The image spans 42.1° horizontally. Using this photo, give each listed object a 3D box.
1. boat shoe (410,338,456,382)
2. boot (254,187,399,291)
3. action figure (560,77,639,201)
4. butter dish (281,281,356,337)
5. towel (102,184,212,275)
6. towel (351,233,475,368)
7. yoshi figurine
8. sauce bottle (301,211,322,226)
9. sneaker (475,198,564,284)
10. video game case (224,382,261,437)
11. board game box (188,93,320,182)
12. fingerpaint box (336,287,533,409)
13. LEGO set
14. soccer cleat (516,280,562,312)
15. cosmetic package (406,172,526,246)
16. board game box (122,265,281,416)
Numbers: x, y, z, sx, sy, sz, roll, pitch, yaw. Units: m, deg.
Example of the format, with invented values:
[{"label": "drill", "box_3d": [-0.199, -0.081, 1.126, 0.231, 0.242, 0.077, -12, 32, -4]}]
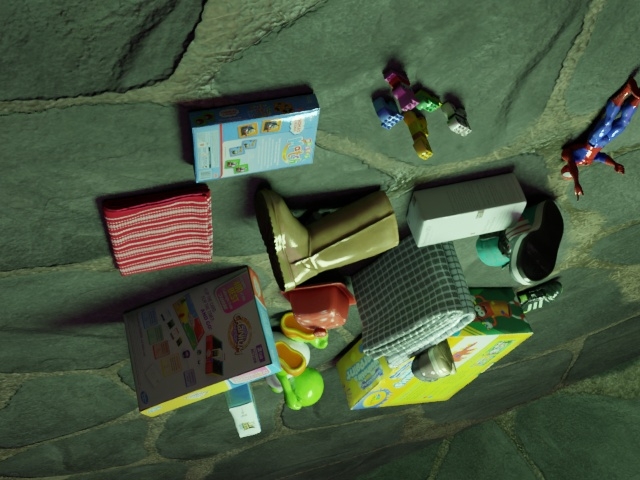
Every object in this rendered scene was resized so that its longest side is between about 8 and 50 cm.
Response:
[{"label": "boat shoe", "box_3d": [0.275, 0.295, 2.039, 0.092, 0.102, 0.285, -20, 173, 11]}, {"label": "boot", "box_3d": [0.015, -0.042, 1.663, 0.270, 0.089, 0.236, -24, 125, -18]}, {"label": "action figure", "box_3d": [0.579, -0.183, 1.670, 0.091, 0.139, 0.280, -2, 151, -24]}, {"label": "butter dish", "box_3d": [-0.001, 0.176, 2.005, 0.160, 0.118, 0.160, -8, 154, 16]}, {"label": "towel", "box_3d": [-0.307, -0.012, 1.612, 0.199, 0.031, 0.275, -10, 152, -11]}, {"label": "towel", "box_3d": [0.200, 0.132, 1.933, 0.284, 0.235, 0.121, -35, 143, 30]}, {"label": "yoshi figurine", "box_3d": [-0.056, 0.341, 2.230, 0.204, 0.203, 0.362, -16, 156, -15]}, {"label": "sauce bottle", "box_3d": [-0.038, -0.010, 1.745, 0.042, 0.042, 0.128, 9, 134, -40]}, {"label": "sneaker", "box_3d": [0.430, 0.021, 1.879, 0.178, 0.123, 0.295, -25, -165, 38]}, {"label": "video game case", "box_3d": [-0.207, 0.307, 1.993, 0.061, 0.269, 0.244, -15, 153, -5]}, {"label": "board game box", "box_3d": [-0.113, -0.172, 1.412, 0.212, 0.039, 0.160, -10, 152, -11]}, {"label": "fingerpaint box", "box_3d": [0.315, 0.310, 2.395, 0.371, 0.163, 0.445, 1, 146, -31]}, {"label": "LEGO set", "box_3d": [0.175, -0.202, 1.452, 0.087, 0.093, 0.227, -35, 147, 32]}, {"label": "soccer cleat", "box_3d": [0.617, 0.168, 2.412, 0.072, 0.060, 0.179, 16, 141, -44]}, {"label": "cosmetic package", "box_3d": [0.311, -0.065, 1.790, 0.231, 0.085, 0.117, -13, 152, -9]}, {"label": "board game box", "box_3d": [-0.266, 0.224, 1.840, 0.317, 0.242, 0.064, -20, 154, 9]}]
